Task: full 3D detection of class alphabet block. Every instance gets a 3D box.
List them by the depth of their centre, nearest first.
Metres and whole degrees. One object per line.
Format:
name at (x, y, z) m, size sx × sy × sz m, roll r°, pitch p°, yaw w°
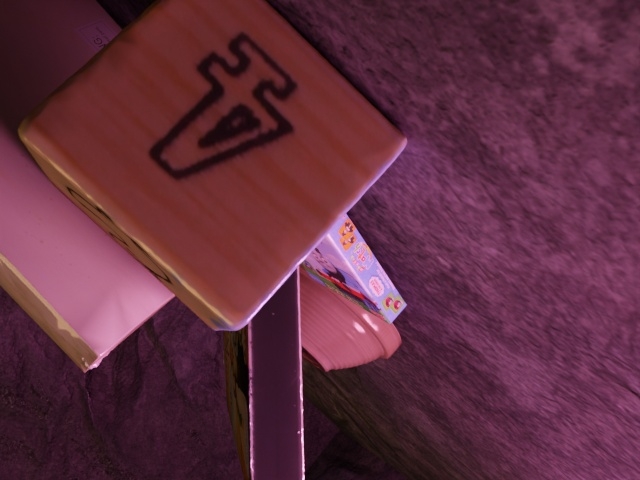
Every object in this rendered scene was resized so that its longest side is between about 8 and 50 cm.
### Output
alphabet block at (-0.084, -0.061, 0.543) m, size 0.197 × 0.193 × 0.192 m, roll 43°, pitch 164°, yaw -4°

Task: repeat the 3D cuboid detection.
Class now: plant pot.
plant pot at (-0.001, 0.123, 1.035) m, size 0.237 × 0.110 × 0.237 m, roll 37°, pitch 165°, yaw 12°

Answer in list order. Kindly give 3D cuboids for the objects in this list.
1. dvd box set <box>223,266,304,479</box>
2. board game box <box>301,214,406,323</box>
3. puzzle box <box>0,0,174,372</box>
dvd box set at (-0.089, 0.139, 0.914) m, size 0.420 × 0.062 × 0.308 m, roll -161°, pitch 70°, yaw -78°
board game box at (0.000, 0.000, 0.811) m, size 0.160 × 0.039 × 0.211 m, roll 27°, pitch 159°, yaw 47°
puzzle box at (-0.259, -0.108, 0.650) m, size 0.409 × 0.272 × 0.052 m, roll 49°, pitch 135°, yaw -2°
